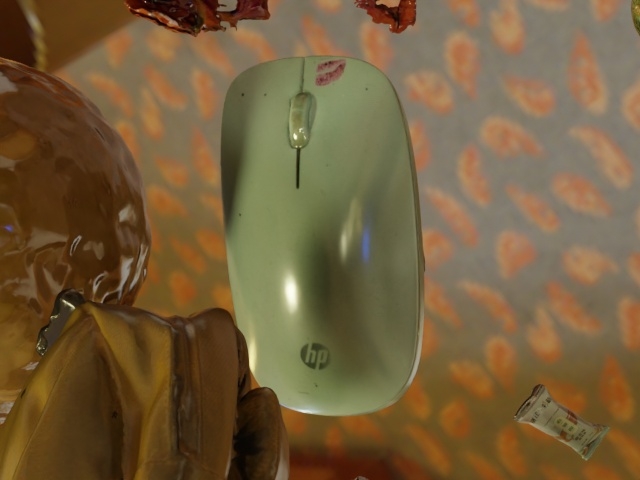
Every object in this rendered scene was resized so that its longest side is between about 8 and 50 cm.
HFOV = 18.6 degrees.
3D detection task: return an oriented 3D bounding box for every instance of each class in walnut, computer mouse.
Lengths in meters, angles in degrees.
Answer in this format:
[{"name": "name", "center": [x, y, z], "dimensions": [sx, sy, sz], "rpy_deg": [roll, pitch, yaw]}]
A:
[{"name": "walnut", "center": [-0.314, 0.009, 1.550], "dimensions": [0.308, 0.354, 0.398], "rpy_deg": [62, -170, 8]}, {"name": "computer mouse", "center": [-0.002, 0.003, 1.527], "dimensions": [0.159, 0.097, 0.288], "rpy_deg": [-1, 107, 21]}]

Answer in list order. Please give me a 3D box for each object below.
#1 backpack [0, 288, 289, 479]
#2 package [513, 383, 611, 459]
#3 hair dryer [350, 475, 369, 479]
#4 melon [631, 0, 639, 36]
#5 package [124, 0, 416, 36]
[{"name": "backpack", "center": [-0.146, 0.218, 1.210], "dimensions": [0.201, 0.378, 0.353], "rpy_deg": [17, 140, -14]}, {"name": "package", "center": [0.200, 0.150, 1.608], "dimensions": [0.110, 0.037, 0.015], "rpy_deg": [32, -171, -44]}, {"name": "hair dryer", "center": [-0.046, 0.270, 1.829], "dimensions": [0.251, 0.197, 0.089], "rpy_deg": [48, -178, -40]}, {"name": "melon", "center": [0.285, -0.160, 1.309], "dimensions": [0.099, 0.162, 0.099], "rpy_deg": [176, 90, -78]}, {"name": "package", "center": [-0.026, -0.276, 1.251], "dimensions": [0.108, 0.223, 0.288], "rpy_deg": [27, 115, 58]}]
